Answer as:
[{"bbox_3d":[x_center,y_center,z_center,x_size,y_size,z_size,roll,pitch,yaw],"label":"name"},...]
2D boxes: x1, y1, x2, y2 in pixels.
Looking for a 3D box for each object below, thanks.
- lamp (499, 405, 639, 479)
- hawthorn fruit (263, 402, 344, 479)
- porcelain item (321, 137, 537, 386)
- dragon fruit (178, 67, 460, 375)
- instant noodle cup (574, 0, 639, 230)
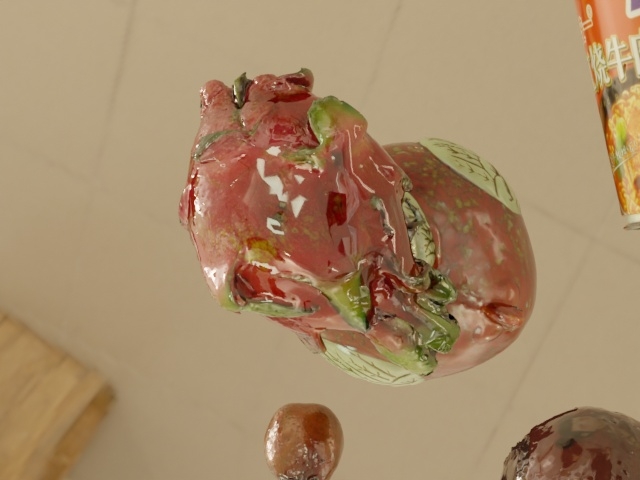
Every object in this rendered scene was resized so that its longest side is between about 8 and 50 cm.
[{"bbox_3d":[0.173,0.184,1.105,0.135,0.156,0.157,14,89,-2],"label":"lamp"},{"bbox_3d":[-0.016,0.207,1.740,0.081,0.093,0.081,3,128,3],"label":"hawthorn fruit"},{"bbox_3d":[0.103,0.030,1.653,0.253,0.253,0.253,16,132,19],"label":"porcelain item"},{"bbox_3d":[0.005,-0.015,1.428,0.269,0.200,0.198,27,138,-36],"label":"dragon fruit"},{"bbox_3d":[0.228,-0.098,0.913,0.213,0.213,0.174,-8,88,35],"label":"instant noodle cup"}]
